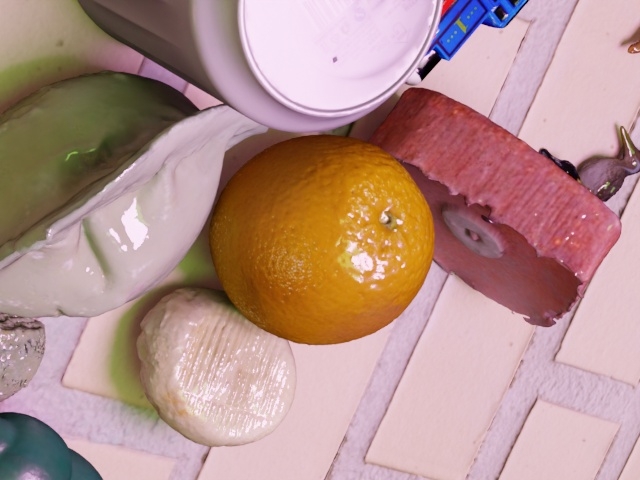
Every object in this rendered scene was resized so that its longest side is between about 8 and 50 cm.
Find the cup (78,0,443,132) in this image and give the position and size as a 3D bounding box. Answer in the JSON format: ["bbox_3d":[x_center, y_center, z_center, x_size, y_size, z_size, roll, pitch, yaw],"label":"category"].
[{"bbox_3d":[-0.028,-0.238,1.232,0.322,0.327,0.237,5,106,-35],"label":"cup"}]

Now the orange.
[{"bbox_3d":[0.000,0.000,1.402,0.236,0.236,0.236,-12,115,-28],"label":"orange"}]

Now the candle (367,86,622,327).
[{"bbox_3d":[0.204,-0.037,1.490,0.317,0.287,0.131,44,78,-33],"label":"candle"}]

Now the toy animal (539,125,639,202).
[{"bbox_3d":[0.335,-0.074,1.696,0.202,0.070,0.105,-23,132,-26],"label":"toy animal"}]

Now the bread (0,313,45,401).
[{"bbox_3d":[-0.374,0.124,1.324,0.232,0.064,0.172,-34,125,-18],"label":"bread"}]

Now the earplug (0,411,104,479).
[{"bbox_3d":[-0.331,0.295,1.354,0.257,0.164,0.280,-18,125,-17],"label":"earplug"}]

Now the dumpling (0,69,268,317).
[{"bbox_3d":[-0.227,-0.046,1.270,0.321,0.212,0.270,-58,160,-2],"label":"dumpling"}]

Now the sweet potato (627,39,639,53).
[{"bbox_3d":[0.469,-0.276,1.693,0.226,0.068,0.068,-27,121,-8],"label":"sweet potato"}]

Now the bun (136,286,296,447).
[{"bbox_3d":[-0.116,0.135,1.467,0.188,0.111,0.164,22,79,-33],"label":"bun"}]

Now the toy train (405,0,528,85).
[{"bbox_3d":[0.135,-0.257,1.477,0.204,0.083,0.131,-49,128,-5],"label":"toy train"}]
